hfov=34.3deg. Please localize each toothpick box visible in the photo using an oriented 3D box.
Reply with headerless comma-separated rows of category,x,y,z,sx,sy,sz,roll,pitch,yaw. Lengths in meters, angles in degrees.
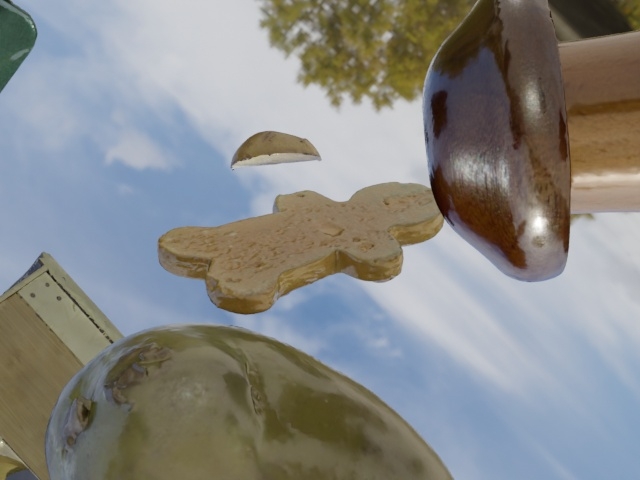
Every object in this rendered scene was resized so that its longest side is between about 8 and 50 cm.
toothpick box,0.212,-0.076,0.656,0.294,0.192,0.192,-5,-148,3

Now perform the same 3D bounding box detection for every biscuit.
biscuit,0.000,0.000,0.823,0.234,0.030,0.153,-19,-146,-30

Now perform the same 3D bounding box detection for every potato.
potato,-0.046,-0.096,1.044,0.037,0.093,0.036,92,173,-76
potato,-0.048,0.193,0.753,0.326,0.243,0.221,32,-118,-16

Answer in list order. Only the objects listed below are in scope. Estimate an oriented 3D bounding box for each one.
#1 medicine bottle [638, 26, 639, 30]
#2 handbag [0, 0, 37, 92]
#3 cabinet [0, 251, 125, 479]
medicine bottle,0.351,-0.218,0.857,0.141,0.141,0.293,56,168,27
handbag,-0.436,-0.181,0.960,0.089,0.238,0.326,35,-178,26
cabinet,-0.424,0.244,1.403,0.290,0.227,0.318,49,-145,-4
